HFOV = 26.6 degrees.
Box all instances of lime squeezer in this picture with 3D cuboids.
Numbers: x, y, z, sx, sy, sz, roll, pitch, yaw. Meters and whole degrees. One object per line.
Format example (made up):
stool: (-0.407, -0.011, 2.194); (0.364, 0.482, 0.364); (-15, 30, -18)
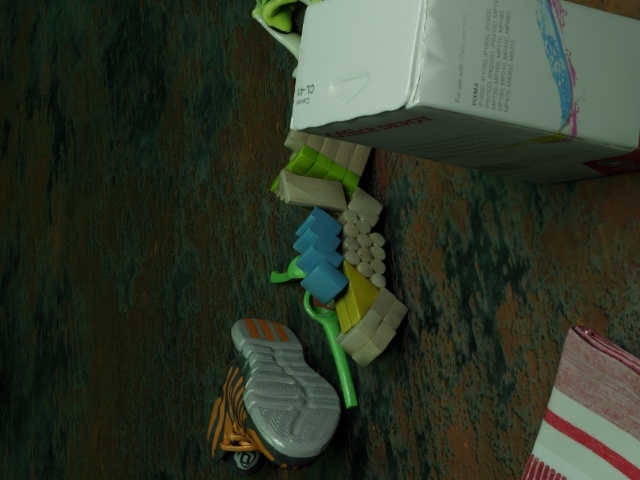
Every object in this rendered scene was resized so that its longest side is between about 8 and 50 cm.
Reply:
lime squeezer: (-0.012, 0.085, 1.758); (0.110, 0.059, 0.310); (-67, 31, 22)

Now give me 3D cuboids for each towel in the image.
towel: (0.233, 0.263, 1.173); (0.237, 0.037, 0.329); (37, 113, 61)

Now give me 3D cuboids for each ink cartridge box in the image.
ink cartridge box: (0.160, -0.144, 1.255); (0.226, 0.306, 0.131); (-4, 77, 61)

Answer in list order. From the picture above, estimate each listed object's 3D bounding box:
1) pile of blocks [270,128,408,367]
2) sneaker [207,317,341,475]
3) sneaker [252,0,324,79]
pile of blocks: (0.000, 0.000, 1.668); (0.112, 0.149, 0.362); (-47, 42, 44)
sneaker: (-0.065, 0.245, 1.748); (0.321, 0.125, 0.180); (-113, 36, -66)
sneaker: (-0.023, -0.346, 1.755); (0.384, 0.147, 0.145); (60, 144, 35)
